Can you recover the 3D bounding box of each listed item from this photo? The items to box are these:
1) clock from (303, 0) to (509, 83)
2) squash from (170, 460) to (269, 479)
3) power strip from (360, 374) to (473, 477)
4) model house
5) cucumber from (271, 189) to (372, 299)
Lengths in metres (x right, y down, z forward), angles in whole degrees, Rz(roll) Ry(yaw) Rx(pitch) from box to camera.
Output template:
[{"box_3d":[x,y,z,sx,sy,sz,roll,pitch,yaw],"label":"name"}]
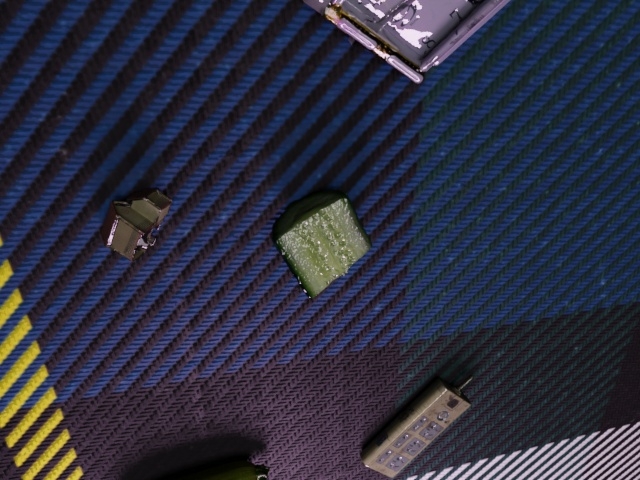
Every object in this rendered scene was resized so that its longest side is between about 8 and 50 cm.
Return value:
[{"box_3d":[0.117,-0.291,0.467,0.186,0.084,0.253,26,144,-25],"label":"clock"},{"box_3d":[-0.211,0.429,0.785,0.257,0.069,0.069,-15,119,-9],"label":"squash"},{"box_3d":[0.190,0.344,0.872,0.092,0.034,0.268,37,101,-27],"label":"power strip"},{"box_3d":[-0.229,-0.026,0.568,0.058,0.057,0.083,34,125,-1],"label":"model house"},{"box_3d":[0.000,0.000,0.635,0.116,0.062,0.115,-34,122,-6],"label":"cucumber"}]
